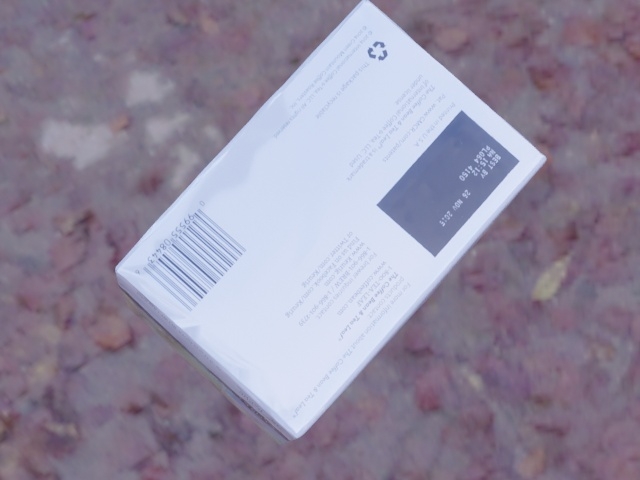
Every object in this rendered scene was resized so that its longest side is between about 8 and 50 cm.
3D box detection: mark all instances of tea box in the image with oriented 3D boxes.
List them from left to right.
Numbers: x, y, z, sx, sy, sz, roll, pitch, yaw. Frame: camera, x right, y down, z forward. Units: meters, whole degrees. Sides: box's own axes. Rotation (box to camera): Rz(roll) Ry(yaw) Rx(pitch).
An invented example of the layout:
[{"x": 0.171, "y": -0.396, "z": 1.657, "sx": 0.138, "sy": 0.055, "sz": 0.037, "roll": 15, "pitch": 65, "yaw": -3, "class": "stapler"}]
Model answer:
[{"x": 0.000, "y": 0.000, "z": 1.487, "sx": 0.220, "sy": 0.323, "sz": 0.329, "roll": 42, "pitch": 80, "yaw": 3, "class": "tea box"}]
